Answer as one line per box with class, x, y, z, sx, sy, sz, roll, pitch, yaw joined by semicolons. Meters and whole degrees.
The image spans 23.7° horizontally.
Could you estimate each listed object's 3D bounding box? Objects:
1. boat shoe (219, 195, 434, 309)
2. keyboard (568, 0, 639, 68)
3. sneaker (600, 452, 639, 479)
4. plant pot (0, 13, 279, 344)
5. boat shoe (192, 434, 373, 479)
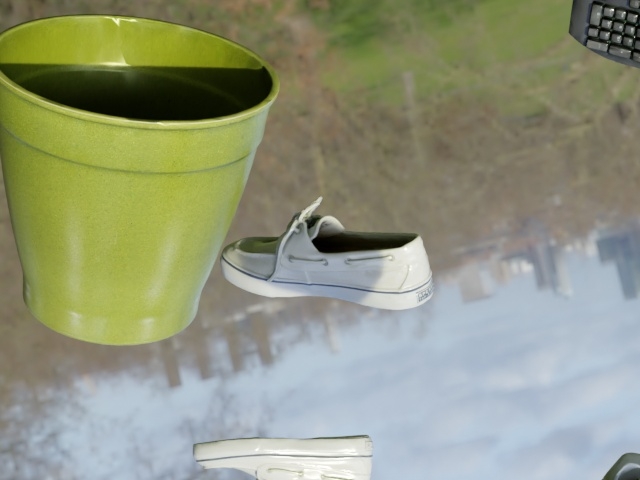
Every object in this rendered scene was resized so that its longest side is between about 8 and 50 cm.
boat shoe;-0.003;0.004;2.360;0.367;0.156;0.136;9;-149;32
keyboard;0.356;-0.313;1.485;0.201;0.317;0.033;16;-149;21
sneaker;0.329;0.311;1.476;0.126;0.127;0.321;15;-166;-15
plant pot;-0.260;-0.068;1.992;0.366;0.353;0.366;8;-153;-4
boat shoe;-0.047;0.283;1.895;0.226;0.076;0.083;-2;174;4
